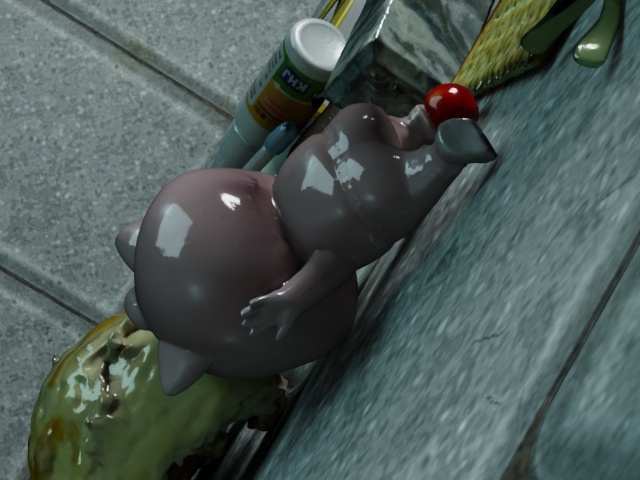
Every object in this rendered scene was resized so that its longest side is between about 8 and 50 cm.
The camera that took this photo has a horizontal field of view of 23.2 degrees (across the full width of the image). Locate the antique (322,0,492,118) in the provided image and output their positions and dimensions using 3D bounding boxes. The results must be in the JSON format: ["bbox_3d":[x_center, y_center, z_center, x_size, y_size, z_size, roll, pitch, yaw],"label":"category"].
[{"bbox_3d":[0.076,-0.167,1.311,0.086,0.088,0.183,-46,14,45],"label":"antique"}]

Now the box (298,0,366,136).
[{"bbox_3d":[0.031,-0.173,1.572,0.168,0.097,0.265,-59,8,-4],"label":"box"}]

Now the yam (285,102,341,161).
[{"bbox_3d":[0.024,-0.087,1.375,0.127,0.084,0.084,-52,10,51],"label":"yam"}]

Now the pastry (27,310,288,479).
[{"bbox_3d":[-0.153,0.155,1.237,0.237,0.170,0.256,-56,3,-6],"label":"pastry"}]

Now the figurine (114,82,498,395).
[{"bbox_3d":[0.000,0.000,1.089,0.287,0.186,0.176,-37,52,10],"label":"figurine"}]

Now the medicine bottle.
[{"bbox_3d":[-0.048,-0.102,1.404,0.221,0.061,0.092,-48,22,49],"label":"medicine bottle"}]

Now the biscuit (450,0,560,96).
[{"bbox_3d":[0.150,-0.164,1.129,0.139,0.016,0.231,-59,8,-9],"label":"biscuit"}]

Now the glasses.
[{"bbox_3d":[0.156,-0.203,0.918,0.207,0.102,0.239,-62,2,-6],"label":"glasses"}]

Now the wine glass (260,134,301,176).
[{"bbox_3d":[-0.070,0.003,1.512,0.231,0.103,0.103,-61,9,-32],"label":"wine glass"}]
